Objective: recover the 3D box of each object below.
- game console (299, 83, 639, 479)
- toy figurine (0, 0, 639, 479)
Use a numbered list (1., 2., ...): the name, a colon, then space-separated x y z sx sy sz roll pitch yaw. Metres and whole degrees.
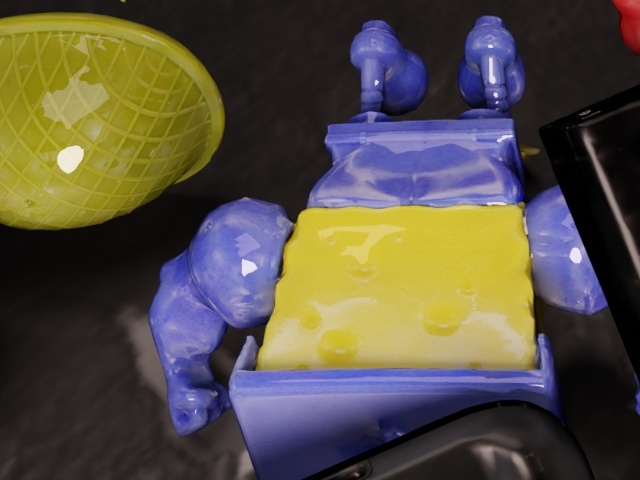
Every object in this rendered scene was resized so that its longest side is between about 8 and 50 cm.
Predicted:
1. game console: 0.065 0.080 0.574 0.361 0.044 0.213 -23 96 -8
2. toy figurine: 0.000 0.000 0.647 0.363 0.191 0.217 -1 57 10
